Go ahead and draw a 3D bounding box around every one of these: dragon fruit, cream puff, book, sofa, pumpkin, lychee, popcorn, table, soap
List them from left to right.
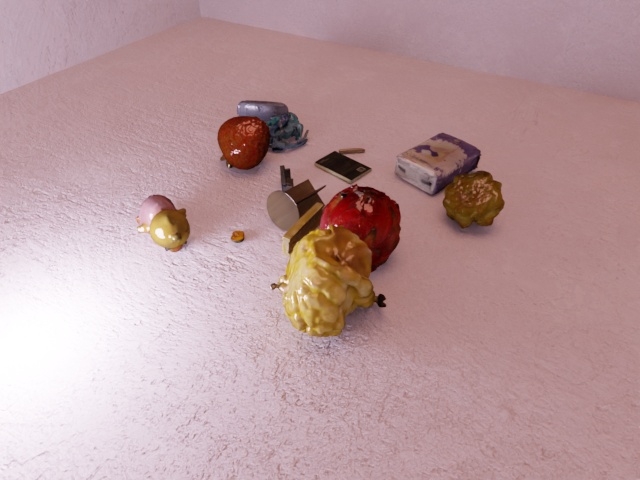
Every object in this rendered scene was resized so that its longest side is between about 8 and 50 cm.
[{"bbox_3d":[-0.314,-0.010,1.794,0.050,0.028,0.083,-1,32,0],"label":"pumpkin"},{"bbox_3d":[-0.361,-0.445,2.149,0.299,0.255,0.255,-30,39,15],"label":"lychee"},{"bbox_3d":[-0.143,-0.258,2.044,0.060,0.085,0.147,-6,41,-4],"label":"sofa"},{"bbox_3d":[-0.081,-0.157,1.889,0.167,0.167,0.226,27,39,26],"label":"table"},{"bbox_3d":[-0.064,-0.046,1.795,0.037,0.092,0.252,25,46,19],"label":"soap"},{"bbox_3d":[0.046,0.140,1.459,0.381,0.349,0.349,20,37,-19],"label":"popcorn"},{"bbox_3d":[0.104,-0.348,2.201,0.228,0.024,0.160,31,48,30],"label":"book"},{"bbox_3d":[0.142,-0.045,1.673,0.295,0.302,0.296,11,22,-4],"label":"dragon fruit"},{"bbox_3d":[0.606,-0.161,1.867,0.244,0.196,0.244,-17,26,9],"label":"cream puff"}]

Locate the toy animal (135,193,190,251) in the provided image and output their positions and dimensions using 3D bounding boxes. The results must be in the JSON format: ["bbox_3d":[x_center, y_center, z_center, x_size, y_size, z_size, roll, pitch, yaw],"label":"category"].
[{"bbox_3d":[-0.574,-0.063,1.740,0.195,0.169,0.281,-26,47,-24],"label":"toy animal"}]

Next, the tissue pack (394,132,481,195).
[{"bbox_3d":[0.535,-0.357,2.150,0.343,0.125,0.242,-32,51,-30],"label":"tissue pack"}]

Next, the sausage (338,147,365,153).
[{"bbox_3d":[0.156,-0.443,2.313,0.132,0.024,0.024,-4,41,-6],"label":"sausage"}]

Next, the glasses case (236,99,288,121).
[{"bbox_3d":[-0.310,-0.694,2.523,0.282,0.109,0.067,4,39,2],"label":"glasses case"}]

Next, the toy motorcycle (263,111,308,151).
[{"bbox_3d":[-0.177,-0.544,2.342,0.260,0.154,0.206,-31,73,-37],"label":"toy motorcycle"}]
